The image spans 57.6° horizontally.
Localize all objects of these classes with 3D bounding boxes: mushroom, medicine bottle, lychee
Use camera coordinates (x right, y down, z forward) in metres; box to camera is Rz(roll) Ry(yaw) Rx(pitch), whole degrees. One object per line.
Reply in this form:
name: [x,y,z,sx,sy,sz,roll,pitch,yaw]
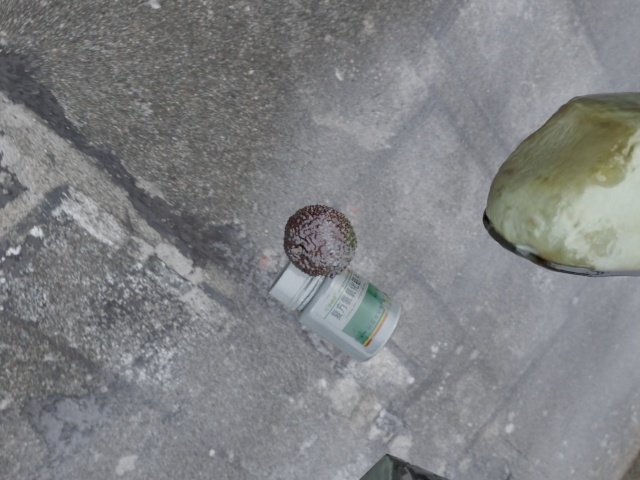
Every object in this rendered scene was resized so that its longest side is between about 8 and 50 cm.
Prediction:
mushroom: [0.324,-0.072,0.638,0.267,0.189,0.164,3,116,6]
medicine bottle: [0.014,0.066,0.631,0.130,0.080,0.080,35,85,-6]
lychee: [0.000,0.000,0.553,0.083,0.068,0.067,-6,135,-55]

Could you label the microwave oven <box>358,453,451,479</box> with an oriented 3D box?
microwave oven: [0.140,0.337,0.457,0.295,0.237,0.181,26,123,-11]
